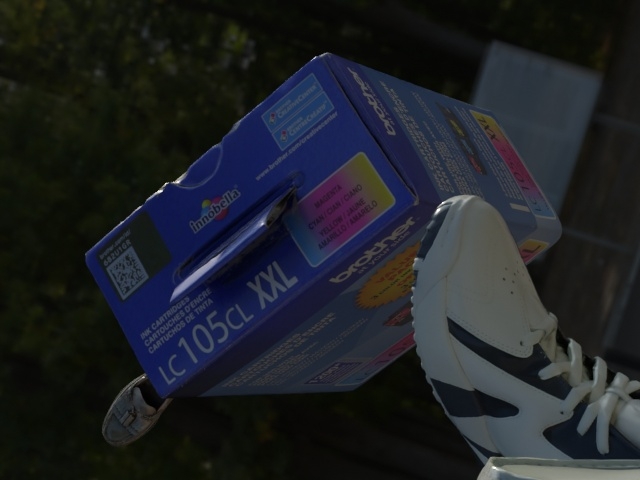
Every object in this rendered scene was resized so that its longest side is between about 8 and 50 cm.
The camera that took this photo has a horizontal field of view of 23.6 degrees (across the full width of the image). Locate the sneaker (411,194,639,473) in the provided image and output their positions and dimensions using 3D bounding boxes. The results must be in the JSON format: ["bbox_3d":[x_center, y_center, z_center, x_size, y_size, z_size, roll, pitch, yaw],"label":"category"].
[{"bbox_3d":[0.144,0.083,0.787,0.094,0.153,0.235,-16,-85,-58],"label":"sneaker"}]

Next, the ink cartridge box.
[{"bbox_3d":[0.000,0.000,1.259,0.270,0.151,0.395,-39,-21,20],"label":"ink cartridge box"}]

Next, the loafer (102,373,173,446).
[{"bbox_3d":[-0.156,0.141,1.422,0.125,0.045,0.039,-44,-5,-5],"label":"loafer"}]

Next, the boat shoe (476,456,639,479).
[{"bbox_3d":[0.211,0.101,0.638,0.113,0.302,0.103,-72,-15,-85],"label":"boat shoe"}]
